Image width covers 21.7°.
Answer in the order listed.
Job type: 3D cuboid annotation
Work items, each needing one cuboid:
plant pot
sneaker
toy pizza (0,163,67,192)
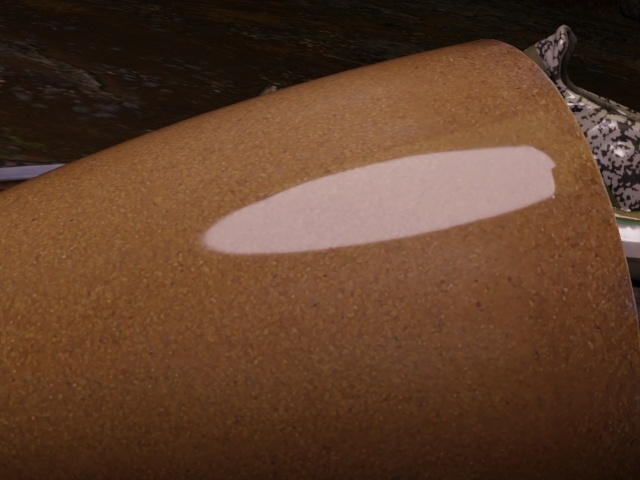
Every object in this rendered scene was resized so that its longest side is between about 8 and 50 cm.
[{"bbox_3d":[-0.044,0.055,0.634,0.254,0.237,0.237,-8,21,-16],"label":"plant pot"},{"bbox_3d":[0.151,-0.098,1.375,0.410,0.182,0.158,14,15,6],"label":"sneaker"},{"bbox_3d":[-0.131,-0.031,1.100,0.201,0.032,0.201,-2,-1,0],"label":"toy pizza"}]
